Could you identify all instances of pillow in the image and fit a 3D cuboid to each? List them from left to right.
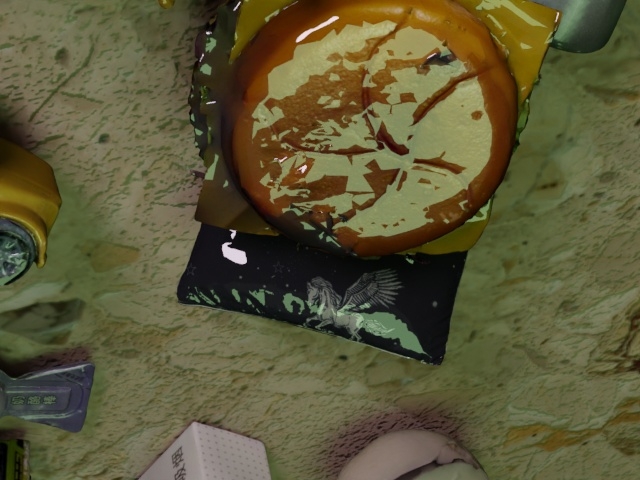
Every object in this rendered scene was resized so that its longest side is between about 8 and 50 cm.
[{"bbox_3d":[0.009,0.008,0.986,0.208,0.141,0.055,17,173,-6],"label":"pillow"}]

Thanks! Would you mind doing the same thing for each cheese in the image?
[{"bbox_3d":[-0.290,0.132,1.105,0.191,0.042,0.105,0,136,-19],"label":"cheese"}]

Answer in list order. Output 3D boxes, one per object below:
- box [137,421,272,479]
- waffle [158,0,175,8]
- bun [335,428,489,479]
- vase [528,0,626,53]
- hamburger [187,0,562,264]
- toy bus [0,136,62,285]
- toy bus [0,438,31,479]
[{"bbox_3d":[-0.163,0.358,1.247,0.095,0.210,0.330,21,125,-32],"label":"box"},{"bbox_3d":[-0.070,-0.249,0.700,0.231,0.051,0.228,39,115,1],"label":"waffle"},{"bbox_3d":[0.080,0.262,1.287,0.173,0.120,0.173,-11,115,-25],"label":"bun"},{"bbox_3d":[0.193,-0.233,0.853,0.086,0.086,0.214,6,128,-22],"label":"vase"},{"bbox_3d":[0.028,-0.094,0.884,0.243,0.138,0.261,10,119,-14],"label":"hamburger"},{"bbox_3d":[-0.325,-0.078,0.832,0.335,0.121,0.123,17,114,-30],"label":"toy bus"},{"bbox_3d":[-0.359,0.302,1.213,0.139,0.113,0.301,11,131,-21],"label":"toy bus"}]
